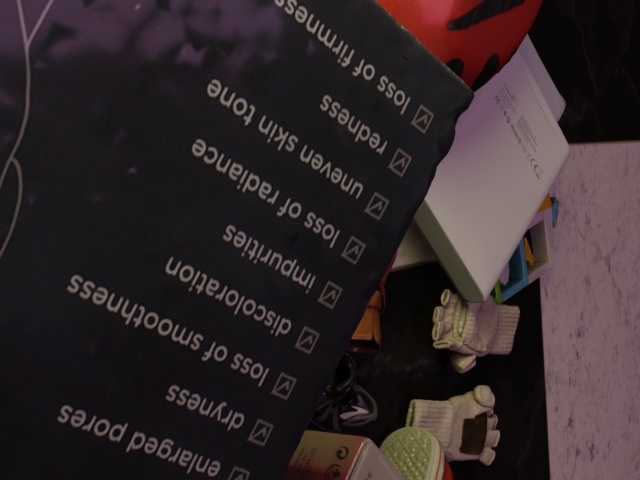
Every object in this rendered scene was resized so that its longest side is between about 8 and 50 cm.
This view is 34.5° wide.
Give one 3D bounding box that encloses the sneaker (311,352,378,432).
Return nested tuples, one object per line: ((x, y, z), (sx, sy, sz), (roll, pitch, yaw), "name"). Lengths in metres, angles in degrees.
((0.012, 0.165, 1.151), (0.188, 0.078, 0.067), (46, 55, -41), "sneaker")

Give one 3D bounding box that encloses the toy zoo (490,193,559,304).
((0.282, -0.021, 1.535), (0.293, 0.030, 0.192), (-26, 109, -49), "toy zoo")

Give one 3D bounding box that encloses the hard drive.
((0.223, -0.096, 1.358), (0.203, 0.040, 0.307), (56, 52, -25), "hard drive")

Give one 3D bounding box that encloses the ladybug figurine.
((0.135, -0.280, 1.151), (0.449, 0.162, 0.305), (-43, 138, -47), "ladybug figurine")

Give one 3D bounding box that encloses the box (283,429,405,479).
((-0.038, 0.261, 0.961), (0.148, 0.232, 0.126), (54, 49, -36), "box")

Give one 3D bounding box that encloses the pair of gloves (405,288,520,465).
((0.203, 0.184, 1.396), (0.204, 0.042, 0.240), (23, 80, -49), "pair of gloves")

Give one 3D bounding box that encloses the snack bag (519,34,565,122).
((0.236, -0.209, 1.443), (0.323, 0.037, 0.342), (55, 49, -24), "snack bag")

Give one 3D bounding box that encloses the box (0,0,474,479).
((-0.241, -0.008, 0.548), (0.480, 0.297, 0.471), (34, 79, -41), "box")

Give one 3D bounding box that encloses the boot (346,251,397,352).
((0.000, 0.000, 1.119), (0.283, 0.109, 0.220), (34, 57, -61), "boot")

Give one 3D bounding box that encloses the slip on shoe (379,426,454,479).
((0.089, 0.386, 1.218), (0.101, 0.123, 0.331), (51, 47, -38), "slip on shoe")
